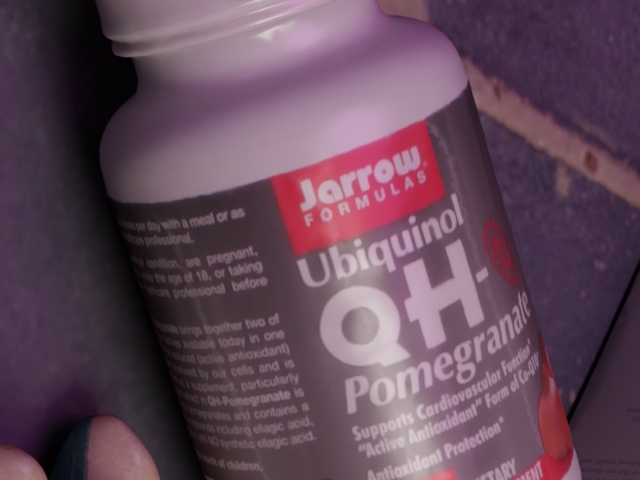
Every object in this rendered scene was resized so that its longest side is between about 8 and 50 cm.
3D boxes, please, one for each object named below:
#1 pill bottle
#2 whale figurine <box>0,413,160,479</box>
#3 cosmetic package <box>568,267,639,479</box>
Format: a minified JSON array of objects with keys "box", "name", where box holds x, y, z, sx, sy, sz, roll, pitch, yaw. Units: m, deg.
[{"box":[0.000,0.000,0.933,0.176,0.176,0.318,-30,108,-41],"name":"pill bottle"},{"box":[-0.126,0.182,0.828,0.272,0.141,0.216,-81,156,-64],"name":"whale figurine"},{"box":[0.271,0.126,1.153,0.138,0.224,0.224,50,57,-30],"name":"cosmetic package"}]
